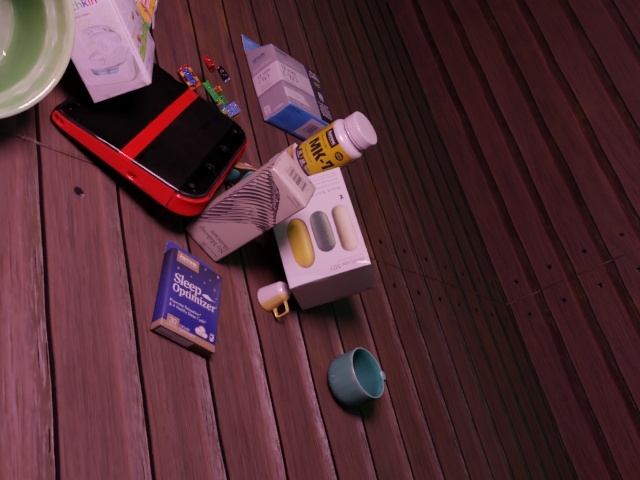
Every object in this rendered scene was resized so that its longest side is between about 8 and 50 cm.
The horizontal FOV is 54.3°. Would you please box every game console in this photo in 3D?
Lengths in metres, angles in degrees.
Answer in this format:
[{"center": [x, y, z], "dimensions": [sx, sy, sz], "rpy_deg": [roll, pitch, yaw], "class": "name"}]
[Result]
[{"center": [-0.347, -0.239, 1.370], "dimensions": [0.342, 0.060, 0.386], "rpy_deg": [35, 33, -10], "class": "game console"}]

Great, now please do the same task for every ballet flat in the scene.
[{"center": [-0.208, -0.175, 1.564], "dimensions": [0.232, 0.080, 0.073], "rpy_deg": [22, 35, -49], "class": "ballet flat"}]

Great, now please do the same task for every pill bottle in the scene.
[{"center": [0.039, -0.248, 1.664], "dimensions": [0.119, 0.209, 0.119], "rpy_deg": [38, 36, -35], "class": "pill bottle"}]

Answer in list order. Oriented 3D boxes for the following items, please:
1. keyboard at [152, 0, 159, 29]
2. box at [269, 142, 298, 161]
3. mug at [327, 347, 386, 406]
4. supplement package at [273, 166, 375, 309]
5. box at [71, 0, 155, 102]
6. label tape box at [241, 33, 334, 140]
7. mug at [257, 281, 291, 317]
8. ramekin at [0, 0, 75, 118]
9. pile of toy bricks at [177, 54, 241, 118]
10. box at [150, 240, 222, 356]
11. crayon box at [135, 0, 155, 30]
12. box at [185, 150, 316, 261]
[{"center": [-0.434, -0.666, 1.666], "dimensions": [0.014, 0.072, 0.255], "rpy_deg": [8, 50, -15], "class": "keyboard"}, {"center": [-0.047, -0.160, 1.776], "dimensions": [0.203, 0.103, 0.114], "rpy_deg": [39, 35, -34], "class": "box"}, {"center": [0.087, 0.347, 1.531], "dimensions": [0.157, 0.097, 0.129], "rpy_deg": [46, 31, -25], "class": "mug"}, {"center": [0.000, 0.000, 1.535], "dimensions": [0.198, 0.199, 0.262], "rpy_deg": [71, 2, -67], "class": "supplement package"}, {"center": [-0.432, -0.441, 1.241], "dimensions": [0.262, 0.127, 0.231], "rpy_deg": [-108, 179, -53], "class": "box"}, {"center": [-0.101, -0.507, 2.001], "dimensions": [0.249, 0.115, 0.347], "rpy_deg": [17, 52, -52], "class": "label tape box"}, {"center": [-0.099, 0.133, 1.464], "dimensions": [0.078, 0.064, 0.062], "rpy_deg": [54, 28, -12], "class": "mug"}, {"center": [-0.552, -0.346, 0.953], "dimensions": [0.303, 0.148, 0.303], "rpy_deg": [-31, 130, -45], "class": "ramekin"}, {"center": [-0.274, -0.368, 1.626], "dimensions": [0.212, 0.118, 0.105], "rpy_deg": [56, -5, 11], "class": "pile of toy bricks"}, {"center": [-0.263, 0.107, 1.256], "dimensions": [0.136, 0.037, 0.225], "rpy_deg": [37, 35, -36], "class": "box"}, {"center": [-0.486, -0.583, 1.484], "dimensions": [0.165, 0.081, 0.278], "rpy_deg": [35, 37, -38], "class": "crayon box"}, {"center": [-0.152, -0.069, 1.342], "dimensions": [0.113, 0.275, 0.094], "rpy_deg": [49, 31, -17], "class": "box"}]
